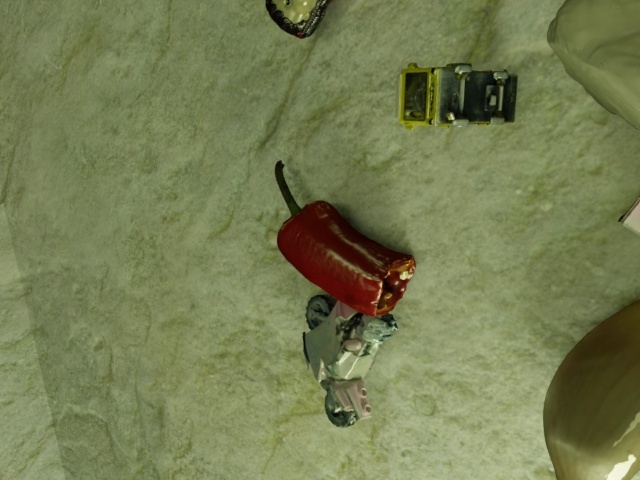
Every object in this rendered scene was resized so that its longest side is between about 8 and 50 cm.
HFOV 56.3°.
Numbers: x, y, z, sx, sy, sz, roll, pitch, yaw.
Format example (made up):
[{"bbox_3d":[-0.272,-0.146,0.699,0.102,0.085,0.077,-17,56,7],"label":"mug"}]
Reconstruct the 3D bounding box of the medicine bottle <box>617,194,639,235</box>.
[{"bbox_3d":[0.491,-0.035,0.702,0.201,0.052,0.171,41,122,23],"label":"medicine bottle"}]

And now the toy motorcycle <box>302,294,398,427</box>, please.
[{"bbox_3d":[0.060,0.197,1.060,0.204,0.108,0.239,-29,82,40],"label":"toy motorcycle"}]

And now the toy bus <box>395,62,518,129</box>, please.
[{"bbox_3d":[0.192,-0.192,0.792,0.074,0.226,0.081,13,110,40],"label":"toy bus"}]

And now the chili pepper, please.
[{"bbox_3d":[-0.003,0.004,1.055,0.338,0.134,0.131,35,133,26],"label":"chili pepper"}]

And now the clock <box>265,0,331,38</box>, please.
[{"bbox_3d":[-0.028,-0.460,0.995,0.195,0.100,0.194,-48,66,33],"label":"clock"}]

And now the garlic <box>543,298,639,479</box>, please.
[{"bbox_3d":[0.395,0.201,0.791,0.143,0.112,0.318,47,129,48],"label":"garlic"}]

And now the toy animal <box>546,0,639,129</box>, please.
[{"bbox_3d":[0.363,-0.201,0.613,0.266,0.307,0.188,45,115,23],"label":"toy animal"}]
